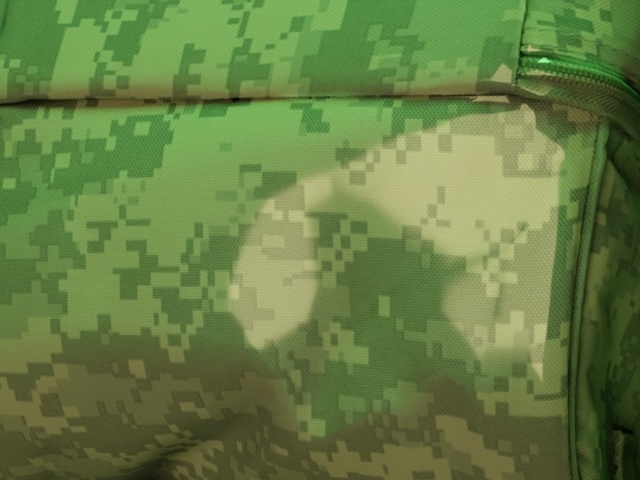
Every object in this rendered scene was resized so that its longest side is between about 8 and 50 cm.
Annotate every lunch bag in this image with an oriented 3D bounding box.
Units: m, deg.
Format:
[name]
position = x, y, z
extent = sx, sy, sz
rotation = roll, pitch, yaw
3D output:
[lunch bag]
position = 0.000, 0.000, 0.652
extent = 0.305, 0.212, 0.256
rotation = 2, 74, 24
